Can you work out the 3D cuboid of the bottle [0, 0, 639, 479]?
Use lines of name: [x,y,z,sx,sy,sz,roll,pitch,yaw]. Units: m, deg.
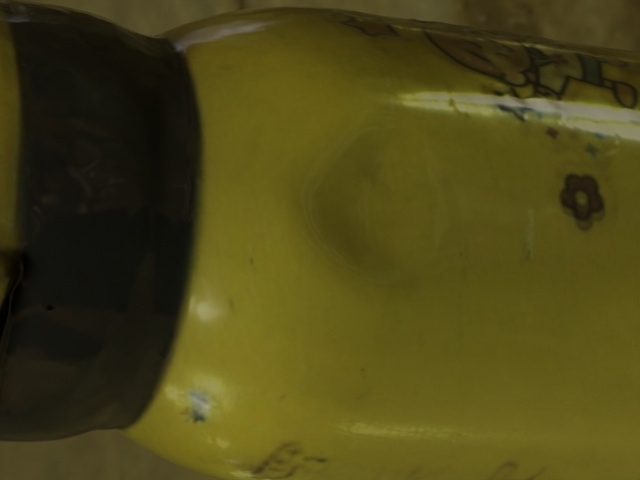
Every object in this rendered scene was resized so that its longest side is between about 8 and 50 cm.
bottle: [0.000,0.000,0.649,0.171,0.351,0.171,-173,90,-67]
